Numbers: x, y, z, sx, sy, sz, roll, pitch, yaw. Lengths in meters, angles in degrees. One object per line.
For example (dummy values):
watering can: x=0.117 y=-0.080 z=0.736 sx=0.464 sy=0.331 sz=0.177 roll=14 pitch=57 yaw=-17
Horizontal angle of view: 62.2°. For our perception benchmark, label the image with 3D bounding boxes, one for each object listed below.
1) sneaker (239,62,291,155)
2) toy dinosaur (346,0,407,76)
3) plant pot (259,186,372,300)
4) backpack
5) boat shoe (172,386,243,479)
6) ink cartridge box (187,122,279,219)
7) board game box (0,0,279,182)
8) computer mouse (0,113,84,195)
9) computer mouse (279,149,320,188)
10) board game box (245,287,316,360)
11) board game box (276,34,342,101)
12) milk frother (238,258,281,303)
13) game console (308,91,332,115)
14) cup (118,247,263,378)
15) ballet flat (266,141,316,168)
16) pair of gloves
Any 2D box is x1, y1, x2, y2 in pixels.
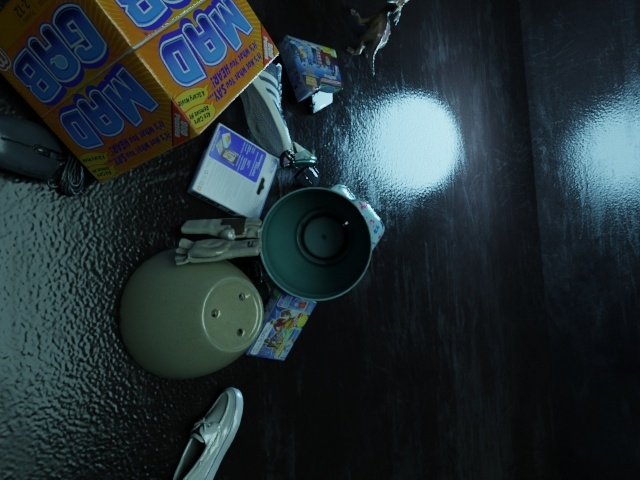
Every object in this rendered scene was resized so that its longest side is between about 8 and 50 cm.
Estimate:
sneaker: x=-0.150 y=-0.417 z=1.511 sx=0.148 sy=0.131 sz=0.350 roll=-33 pitch=102 yaw=-39
toy dinosaur: x=0.206 y=-0.738 z=1.853 sx=0.127 sy=0.200 sz=0.296 roll=21 pitch=72 yaw=-40
plant pot: x=0.000 y=0.000 z=1.448 sx=0.196 sy=0.293 sz=0.293 roll=-36 pitch=115 yaw=-79
backpack: x=0.060 y=-0.042 z=1.654 sx=0.253 sy=0.191 sz=0.225 roll=51 pitch=55 yaw=-21
boat shoe: x=-0.284 y=0.489 z=1.324 sx=0.088 sy=0.096 sz=0.267 roll=40 pitch=68 yaw=-38
ink cartridge box: x=-0.233 y=-0.180 z=1.456 sx=0.208 sy=0.045 sz=0.206 roll=28 pitch=70 yaw=-30
board game box: x=-0.381 y=-0.401 z=1.111 sx=0.356 sy=0.356 sz=0.356 roll=54 pitch=44 yaw=-25
computer mouse: x=-0.618 y=-0.201 z=1.094 sx=0.272 sy=0.072 sz=0.188 roll=4 pitch=83 yaw=-43
computer mouse: x=-0.058 y=-0.204 z=1.580 sx=0.041 sy=0.071 sz=0.242 roll=58 pitch=12 yaw=23
board game box: x=-0.114 y=0.237 z=1.482 sx=0.136 sy=0.035 sz=0.201 roll=21 pitch=103 yaw=-41
board game box: x=-0.029 y=-0.522 z=1.662 sx=0.194 sy=0.060 sz=0.194 roll=3 pitch=72 yaw=-37
milk frother: x=-0.147 y=0.108 z=1.457 sx=0.134 sy=0.143 sz=0.129 roll=-21 pitch=92 yaw=-40
game console: x=-0.022 y=-0.485 z=1.737 sx=0.122 sy=0.071 sz=0.107 roll=-42 pitch=143 yaw=-38
cup: x=-0.271 y=0.174 z=1.268 sx=0.331 sy=0.237 sz=0.331 roll=6 pitch=81 yaw=-44
ballet flat: x=-0.102 y=-0.253 z=1.595 sx=0.221 sy=0.077 sz=0.079 roll=-19 pitch=95 yaw=-39
pair of gloves: x=-0.242 y=-0.002 z=1.291 sx=0.204 sy=0.240 sz=0.042 roll=-4 pitch=113 yaw=-5
